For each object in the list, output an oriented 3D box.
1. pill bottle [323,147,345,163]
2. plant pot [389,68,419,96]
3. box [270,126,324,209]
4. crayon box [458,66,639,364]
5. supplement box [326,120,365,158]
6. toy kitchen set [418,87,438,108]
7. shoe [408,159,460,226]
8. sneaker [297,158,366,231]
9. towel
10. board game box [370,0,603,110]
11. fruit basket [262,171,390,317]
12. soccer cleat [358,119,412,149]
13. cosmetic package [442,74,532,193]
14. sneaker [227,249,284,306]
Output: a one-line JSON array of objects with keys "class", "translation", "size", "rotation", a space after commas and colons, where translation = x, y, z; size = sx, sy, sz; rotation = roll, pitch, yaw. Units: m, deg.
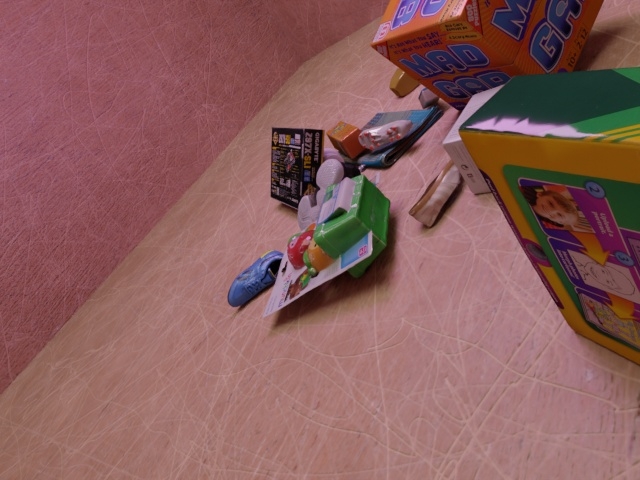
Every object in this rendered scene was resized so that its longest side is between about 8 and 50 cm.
[{"class": "pill bottle", "translation": [0.003, -0.263, 1.664], "size": [0.117, 0.117, 0.215], "rotation": [-44, 25, -8]}, {"class": "plant pot", "translation": [0.312, -0.596, 1.834], "size": [0.083, 0.081, 0.081], "rotation": [-53, 26, 2]}, {"class": "box", "translation": [-0.087, -0.250, 1.629], "size": [0.079, 0.257, 0.322], "rotation": [-1, 12, -24]}, {"class": "crayon box", "translation": [0.343, 0.009, 0.474], "size": [0.106, 0.363, 0.313], "rotation": [-43, 26, -7]}, {"class": "supplement box", "translation": [0.089, -0.350, 1.657], "size": [0.078, 0.080, 0.233], "rotation": [-38, 21, 1]}, {"class": "toy kitchen set", "translation": [0.393, -0.545, 1.524], "size": [0.207, 0.166, 0.122], "rotation": [-24, 1, 7]}, {"class": "shoe", "translation": [0.283, -0.117, 1.130], "size": [0.219, 0.058, 0.076], "rotation": [-49, -4, -27]}, {"class": "sneaker", "translation": [0.040, -0.121, 1.408], "size": [0.101, 0.153, 0.269], "rotation": [59, 137, 31]}, {"class": "towel", "translation": [0.205, -0.349, 1.621], "size": [0.271, 0.040, 0.370], "rotation": [-44, 25, -11]}, {"class": "board game box", "translation": [0.419, -0.580, 1.210], "size": [0.356, 0.356, 0.356], "rotation": [23, 89, 62]}, {"class": "fruit basket", "translation": [0.000, 0.000, 1.195], "size": [0.353, 0.165, 0.327], "rotation": [-28, 28, 31]}, {"class": "soccer cleat", "translation": [0.198, -0.325, 1.476], "size": [0.076, 0.068, 0.196], "rotation": [-36, 20, -32]}, {"class": "cosmetic package", "translation": [0.390, -0.222, 1.031], "size": [0.151, 0.151, 0.184], "rotation": [-6, 41, 51]}, {"class": "sneaker", "translation": [-0.178, 0.111, 1.364], "size": [0.209, 0.069, 0.082], "rotation": [-45, 30, -11]}]
